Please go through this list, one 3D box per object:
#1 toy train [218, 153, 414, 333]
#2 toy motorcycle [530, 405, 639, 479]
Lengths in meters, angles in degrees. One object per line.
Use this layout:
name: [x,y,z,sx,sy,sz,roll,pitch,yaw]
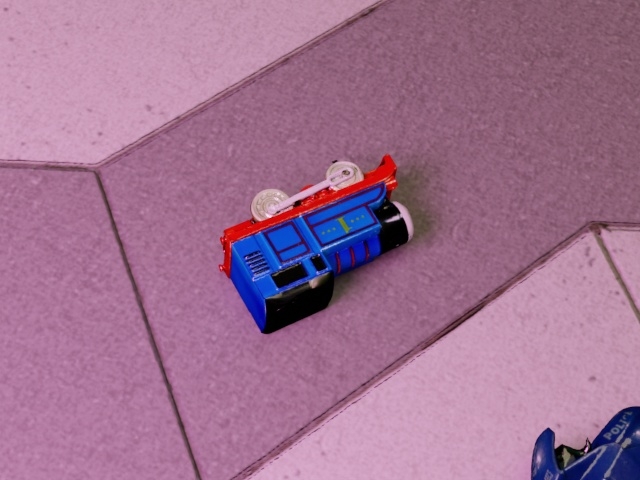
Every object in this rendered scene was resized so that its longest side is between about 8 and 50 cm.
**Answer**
toy train: [0.000,0.000,1.455,0.204,0.082,0.131,-23,64,-17]
toy motorcycle: [0.328,0.211,1.347,0.331,0.125,0.196,-40,72,-22]
